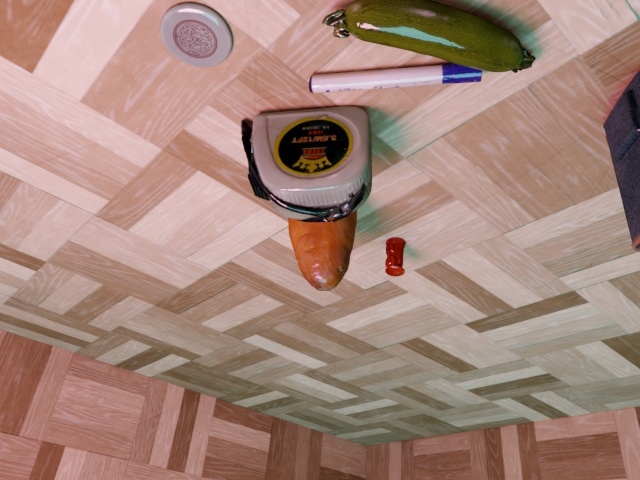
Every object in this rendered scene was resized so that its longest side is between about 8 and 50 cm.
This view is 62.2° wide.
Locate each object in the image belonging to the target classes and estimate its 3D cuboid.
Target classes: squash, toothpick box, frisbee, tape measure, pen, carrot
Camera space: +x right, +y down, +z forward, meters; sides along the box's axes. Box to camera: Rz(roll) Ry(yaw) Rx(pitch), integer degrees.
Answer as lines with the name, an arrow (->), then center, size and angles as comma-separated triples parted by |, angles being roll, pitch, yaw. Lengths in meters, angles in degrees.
squash -> 0.163, -0.289, 0.736 | 0.318, 0.080, 0.071 | 10, 109, -8
toothpick box -> 0.171, 0.039, 1.217 | 0.047, 0.083, 0.047 | 5, 146, 3
frisbee -> -0.189, -0.309, 0.808 | 0.110, 0.014, 0.110 | 4, 146, 3
tape measure -> -0.030, -0.121, 0.901 | 0.235, 0.207, 0.115 | -3, 149, 9
pen -> 0.114, -0.254, 0.828 | 0.269, 0.033, 0.033 | -1, 146, 11
carrot -> 0.000, 0.000, 1.067 | 0.159, 0.225, 0.159 | 0, 149, 0

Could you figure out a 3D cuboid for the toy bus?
toy bus -> 0.523, -0.113, 0.761 | 0.167, 0.275, 0.138 | 8, 147, 3
